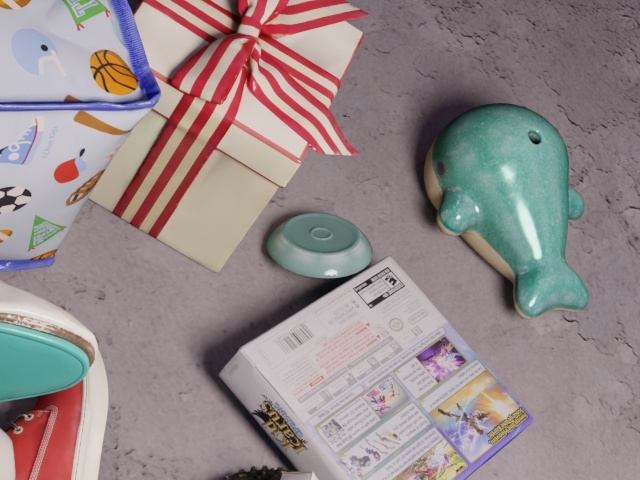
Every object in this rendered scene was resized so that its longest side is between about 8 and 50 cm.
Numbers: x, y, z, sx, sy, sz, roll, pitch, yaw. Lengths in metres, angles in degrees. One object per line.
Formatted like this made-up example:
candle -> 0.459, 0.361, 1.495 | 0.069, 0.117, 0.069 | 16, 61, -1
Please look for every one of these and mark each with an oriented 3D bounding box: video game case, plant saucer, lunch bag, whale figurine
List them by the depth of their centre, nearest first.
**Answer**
lunch bag -> -0.390, -0.109, 1.565 | 0.385, 0.328, 0.239 | -3, 61, -33
video game case -> 0.063, 0.167, 1.783 | 0.244, 0.061, 0.269 | 48, 43, 11
plant saucer -> 0.000, 0.000, 1.873 | 0.119, 0.021, 0.119 | 5, 33, -3
whale figurine -> 0.238, -0.043, 1.994 | 0.216, 0.141, 0.272 | -4, 60, -32

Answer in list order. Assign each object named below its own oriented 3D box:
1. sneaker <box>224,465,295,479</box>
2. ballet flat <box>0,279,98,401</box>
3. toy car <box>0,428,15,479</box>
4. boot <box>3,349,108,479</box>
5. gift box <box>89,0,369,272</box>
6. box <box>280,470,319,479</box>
sneaker -> -0.081, 0.298, 1.618 | 0.085, 0.086, 0.237 | 14, 32, 16
ballet flat -> -0.397, 0.069, 1.465 | 0.400, 0.139, 0.139 | -4, 58, -16
toy car -> -0.332, 0.229, 1.409 | 0.159, 0.136, 0.182 | -5, 78, -11
boot -> -0.295, 0.186, 1.565 | 0.176, 0.088, 0.244 | 14, 55, -18
gift box -> -0.097, -0.153, 1.807 | 0.276, 0.258, 0.255 | 26, 49, -9
box -> -0.018, 0.334, 1.587 | 0.145, 0.038, 0.186 | 60, 35, -36
